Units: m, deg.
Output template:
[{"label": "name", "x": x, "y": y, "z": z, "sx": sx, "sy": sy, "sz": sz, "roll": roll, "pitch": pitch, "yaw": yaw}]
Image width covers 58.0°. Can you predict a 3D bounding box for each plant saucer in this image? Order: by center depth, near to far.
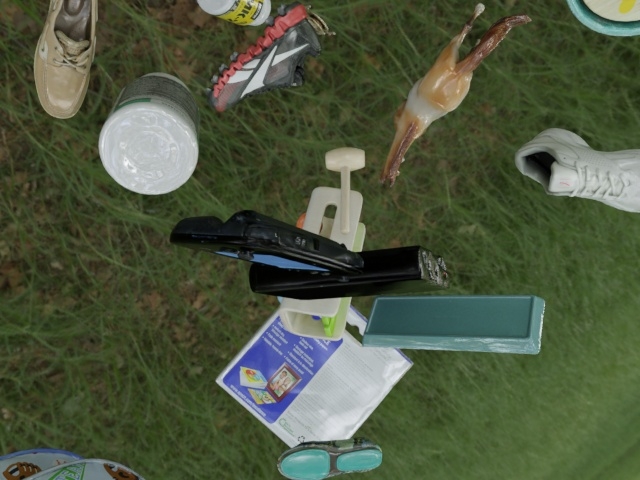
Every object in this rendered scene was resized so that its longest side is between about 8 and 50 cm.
[{"label": "plant saucer", "x": 0.134, "y": 0.084, "z": 0.615, "sx": 0.018, "sy": 0.191, "sz": 0.067, "roll": 58, "pitch": 41, "yaw": -37}]

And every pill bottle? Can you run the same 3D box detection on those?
[{"label": "pill bottle", "x": -0.384, "y": -0.267, "z": 1.347, "sx": 0.204, "sy": 0.361, "sz": 0.204, "roll": -5, "pitch": 120, "yaw": -8}, {"label": "pill bottle", "x": -0.220, "y": -0.631, "z": 1.505, "sx": 0.119, "sy": 0.119, "sz": 0.208, "roll": -56, "pitch": 166, "yaw": 21}]

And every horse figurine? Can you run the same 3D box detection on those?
[{"label": "horse figurine", "x": 0.161, "y": -0.205, "z": 0.780, "sx": 0.175, "sy": 0.066, "sz": 0.263, "roll": -60, "pitch": -171, "yaw": -31}]

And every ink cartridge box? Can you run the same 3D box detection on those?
[{"label": "ink cartridge box", "x": -0.012, "y": 0.278, "z": 1.239, "sx": 0.307, "sy": 0.303, "sz": 0.072, "roll": -48, "pitch": -174, "yaw": -10}]

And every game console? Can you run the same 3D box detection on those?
[{"label": "game console", "x": -0.015, "y": 0.026, "z": 0.600, "sx": 0.213, "sy": 0.044, "sz": 0.361, "roll": -7, "pitch": 166, "yaw": 28}]

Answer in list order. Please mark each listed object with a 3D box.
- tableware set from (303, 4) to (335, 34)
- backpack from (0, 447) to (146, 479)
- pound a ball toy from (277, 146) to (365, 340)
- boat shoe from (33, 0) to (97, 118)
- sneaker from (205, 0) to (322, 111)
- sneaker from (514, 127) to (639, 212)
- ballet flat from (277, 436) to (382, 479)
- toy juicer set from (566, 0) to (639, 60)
[{"label": "tableware set", "x": -0.032, "y": -0.721, "z": 1.930, "sx": 0.128, "sy": 0.194, "sz": 0.039, "roll": 41, "pitch": 93, "yaw": -26}, {"label": "backpack", "x": -0.211, "y": 0.286, "z": 0.410, "sx": 0.213, "sy": 0.263, "sz": 0.276, "roll": -61, "pitch": 160, "yaw": 14}, {"label": "pound a ball toy", "x": 0.000, "y": 0.000, "z": 1.105, "sx": 0.208, "sy": 0.135, "sz": 0.319, "roll": 77, "pitch": 23, "yaw": -58}, {"label": "boat shoe", "x": -0.581, "y": -0.444, "z": 1.319, "sx": 0.121, "sy": 0.110, "sz": 0.341, "roll": 3, "pitch": 110, "yaw": -30}, {"label": "sneaker", "x": -0.108, "y": -0.333, "z": 1.144, "sx": 0.276, "sy": 0.135, "sz": 0.098, "roll": -37, "pitch": -168, "yaw": 22}, {"label": "sneaker", "x": 0.374, "y": -0.084, "z": 0.805, "sx": 0.115, "sy": 0.232, "sz": 0.091, "roll": -23, "pitch": 124, "yaw": -33}, {"label": "ballet flat", "x": 0.012, "y": 0.374, "z": 1.002, "sx": 0.188, "sy": 0.070, "sz": 0.070, "roll": 5, "pitch": 129, "yaw": -17}, {"label": "toy juicer set", "x": 0.276, "y": -0.242, "z": 0.419, "sx": 0.328, "sy": 0.090, "sz": 0.209, "roll": 30, "pitch": 132, "yaw": -28}]
